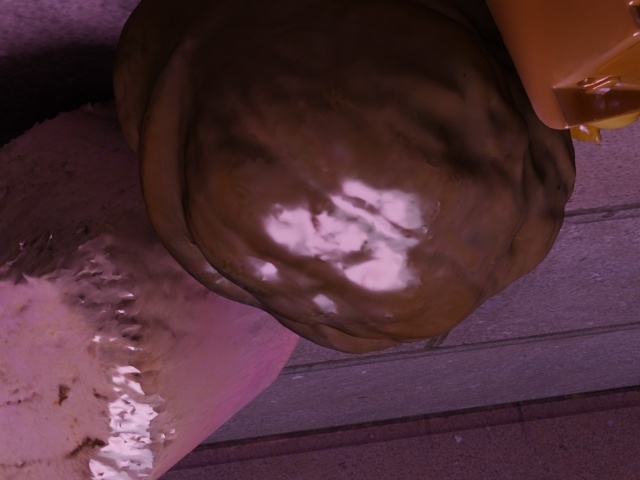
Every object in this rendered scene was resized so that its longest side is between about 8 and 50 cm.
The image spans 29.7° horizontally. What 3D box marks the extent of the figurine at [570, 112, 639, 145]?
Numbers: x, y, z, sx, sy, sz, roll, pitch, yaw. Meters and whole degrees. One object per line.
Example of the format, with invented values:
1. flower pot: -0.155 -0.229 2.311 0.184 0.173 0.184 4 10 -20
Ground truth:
1. figurine: 0.167 -0.146 0.891 0.246 0.131 0.156 2 124 15

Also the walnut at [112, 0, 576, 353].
1. walnut: 0.014 -0.067 0.764 0.253 0.282 0.277 -29 144 31

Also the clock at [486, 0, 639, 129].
1. clock: 0.268 -0.191 0.702 0.317 0.200 0.244 -5 166 -38

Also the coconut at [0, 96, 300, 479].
1. coconut: -0.169 0.034 0.951 0.297 0.297 0.309 -21 -167 33
